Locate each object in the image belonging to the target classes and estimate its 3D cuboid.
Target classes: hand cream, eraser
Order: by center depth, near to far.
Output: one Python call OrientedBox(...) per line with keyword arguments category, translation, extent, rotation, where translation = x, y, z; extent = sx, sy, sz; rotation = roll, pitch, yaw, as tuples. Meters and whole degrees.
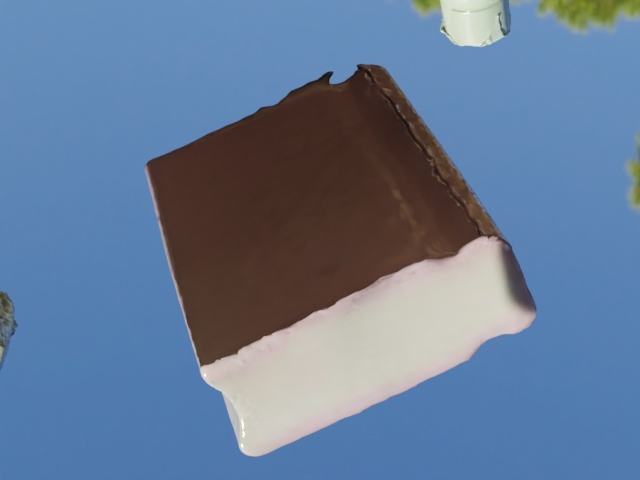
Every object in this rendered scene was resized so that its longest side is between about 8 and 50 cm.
OrientedBox(category="hand cream", translation=(0.093, -0.222, 0.942), extent=(0.050, 0.205, 0.078), rotation=(-29, -137, -16))
OrientedBox(category="eraser", translation=(0.000, 0.000, 1.287), extent=(0.272, 0.122, 0.359), rotation=(-27, -148, -1))

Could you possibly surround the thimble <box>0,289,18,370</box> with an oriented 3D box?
OrientedBox(category="thimble", translation=(-0.435, 0.109, 1.516), extent=(0.219, 0.219, 0.150), rotation=(-5, -154, -3))
